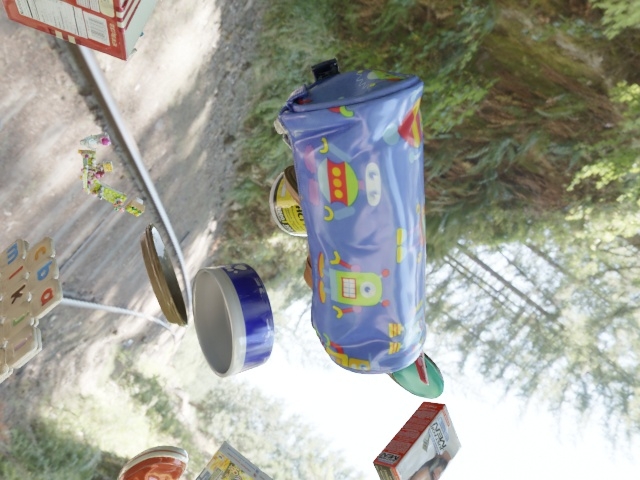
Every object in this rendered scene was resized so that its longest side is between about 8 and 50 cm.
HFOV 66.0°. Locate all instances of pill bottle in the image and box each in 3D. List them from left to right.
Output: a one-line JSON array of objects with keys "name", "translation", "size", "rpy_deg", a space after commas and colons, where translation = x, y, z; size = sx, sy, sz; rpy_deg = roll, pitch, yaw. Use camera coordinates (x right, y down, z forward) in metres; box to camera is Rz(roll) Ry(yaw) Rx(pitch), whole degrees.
[{"name": "pill bottle", "translation": [0.037, -0.102, 1.223], "size": [0.334, 0.188, 0.188], "rpy_deg": [2, -131, 50]}]

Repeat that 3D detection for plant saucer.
[{"name": "plant saucer", "translation": [-0.397, 0.093, 1.246], "size": [0.041, 0.277, 0.278], "rpy_deg": [-18, 178, -12]}]

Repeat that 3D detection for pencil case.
[{"name": "pencil case", "translation": [0.038, -0.014, 0.487], "size": [0.119, 0.133, 0.306], "rpy_deg": [-75, 159, -60]}]

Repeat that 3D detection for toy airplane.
[{"name": "toy airplane", "translation": [0.163, 0.191, 0.909], "size": [0.028, 0.151, 0.151], "rpy_deg": [-22, -164, 18]}]

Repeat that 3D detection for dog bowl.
[{"name": "dog bowl", "translation": [-0.217, 0.189, 1.195], "size": [0.104, 0.264, 0.265], "rpy_deg": [-8, 157, -33]}]

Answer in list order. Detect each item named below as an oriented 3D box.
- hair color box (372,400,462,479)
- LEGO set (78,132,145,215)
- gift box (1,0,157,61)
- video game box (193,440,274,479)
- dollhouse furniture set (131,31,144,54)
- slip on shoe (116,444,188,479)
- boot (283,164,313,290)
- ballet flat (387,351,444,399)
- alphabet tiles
[{"name": "hair color box", "translation": [0.167, 0.360, 0.832], "size": [0.053, 0.093, 0.167], "rpy_deg": [-11, -165, 48]}, {"name": "LEGO set", "translation": [-0.615, -0.157, 1.415], "size": [0.132, 0.287, 0.107], "rpy_deg": [-21, -142, -9]}, {"name": "gift box", "translation": [-0.389, -0.503, 0.870], "size": [0.255, 0.276, 0.258], "rpy_deg": [137, -31, -62]}, {"name": "video game box", "translation": [-0.257, 0.704, 1.426], "size": [0.205, 0.187, 0.048], "rpy_deg": [-55, 178, 27]}, {"name": "dollhouse furniture set", "translation": [-0.495, -0.562, 1.219], "size": [0.129, 0.183, 0.129], "rpy_deg": [-38, -152, -14]}, {"name": "slip on shoe", "translation": [-0.373, 0.535, 0.980], "size": [0.331, 0.123, 0.101], "rpy_deg": [-49, -145, 10]}, {"name": "boot", "translation": [0.000, 0.000, 0.702], "size": [0.073, 0.197, 0.152], "rpy_deg": [-26, 154, -35]}, {"name": "ballet flat", "translation": [0.159, 0.249, 1.098], "size": [0.095, 0.280, 0.096], "rpy_deg": [-52, -165, 7]}, {"name": "alphabet tiles", "translation": [-0.591, 0.130, 0.925], "size": [0.278, 0.284, 0.021], "rpy_deg": [-39, 143, 7]}]
